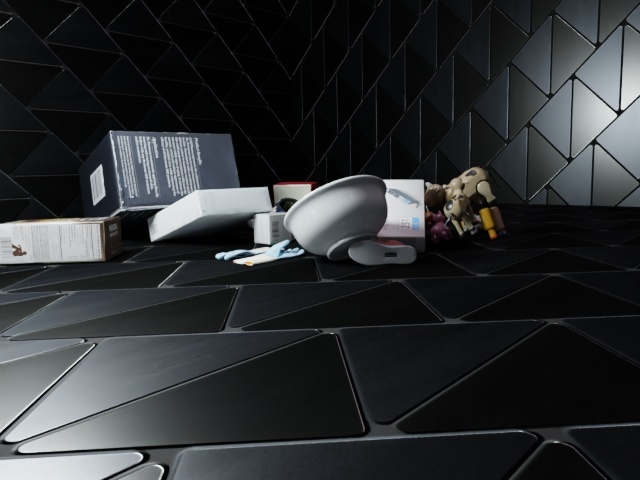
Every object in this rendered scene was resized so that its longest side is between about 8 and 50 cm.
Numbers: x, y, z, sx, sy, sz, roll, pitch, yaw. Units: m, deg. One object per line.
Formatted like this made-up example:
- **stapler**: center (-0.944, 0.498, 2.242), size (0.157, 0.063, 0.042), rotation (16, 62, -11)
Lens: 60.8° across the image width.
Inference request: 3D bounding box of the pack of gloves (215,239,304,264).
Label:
- **pack of gloves**: center (-0.174, 0.025, 1.572), size (0.195, 0.046, 0.232), rotation (6, 10, 41)

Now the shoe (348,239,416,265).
- **shoe**: center (0.155, 0.030, 1.420), size (0.178, 0.063, 0.081), rotation (3, 5, -9)

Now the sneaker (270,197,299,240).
- **sneaker**: center (-0.114, -0.089, 2.035), size (0.130, 0.147, 0.330), rotation (-5, 8, -25)

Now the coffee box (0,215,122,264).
- **coffee box**: center (-0.757, -0.003, 1.601), size (0.297, 0.118, 0.168), rotation (-2, 7, -4)

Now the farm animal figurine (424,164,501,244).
- **farm animal figurine**: center (0.434, -0.139, 1.782), size (0.327, 0.172, 0.330), rotation (-34, 8, -16)

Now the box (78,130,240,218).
- **box**: center (-0.641, -0.216, 2.154), size (0.472, 0.297, 0.480), rotation (-5, -7, -37)

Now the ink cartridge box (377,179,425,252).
- **ink cartridge box**: center (0.189, -0.080, 1.685), size (0.261, 0.066, 0.296), rotation (0, 40, 10)

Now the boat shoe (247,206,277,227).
- **boat shoe**: center (-0.173, -0.100, 2.297), size (0.268, 0.088, 0.096), rotation (0, 25, -8)

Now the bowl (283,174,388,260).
- **bowl**: center (0.062, -0.036, 1.448), size (0.298, 0.134, 0.298), rotation (-18, -20, -7)

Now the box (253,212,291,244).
- **box**: center (-0.164, -0.043, 1.863), size (0.087, 0.101, 0.102), rotation (5, 9, 43)

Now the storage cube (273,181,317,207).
- **storage cube**: center (-0.120, -0.187, 2.650), size (0.215, 0.183, 0.193), rotation (0, 9, 7)

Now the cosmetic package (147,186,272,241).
- **cosmetic package**: center (-0.396, -0.090, 1.927), size (0.284, 0.097, 0.377), rotation (-5, -9, -43)

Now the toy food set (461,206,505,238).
- **toy food set**: center (0.580, -0.048, 1.918), size (0.111, 0.104, 0.232), rotation (-16, -8, -9)
